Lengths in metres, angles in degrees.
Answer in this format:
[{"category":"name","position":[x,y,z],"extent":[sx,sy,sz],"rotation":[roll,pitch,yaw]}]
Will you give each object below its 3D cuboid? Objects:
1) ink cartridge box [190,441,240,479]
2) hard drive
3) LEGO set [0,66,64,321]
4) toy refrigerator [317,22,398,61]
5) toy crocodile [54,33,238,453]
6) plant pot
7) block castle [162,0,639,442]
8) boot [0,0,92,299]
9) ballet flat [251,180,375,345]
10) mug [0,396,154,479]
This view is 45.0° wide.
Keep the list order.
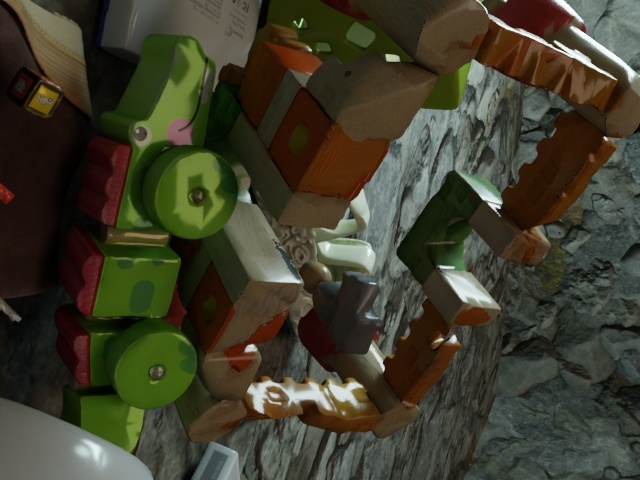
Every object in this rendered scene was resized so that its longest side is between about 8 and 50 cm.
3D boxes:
[{"category":"ink cartridge box","position":[-0.147,0.348,0.954],"extent":[0.179,0.045,0.145],"rotation":[101,13,-54]},{"category":"hard drive","position":[-0.106,-0.307,0.734],"extent":[0.210,0.040,0.318],"rotation":[12,89,-68]},{"category":"LEGO set","position":[-0.242,-0.022,0.390],"extent":[0.244,0.060,0.182],"rotation":[-18,133,-45]},{"category":"toy refrigerator","position":[0.040,-0.240,1.030],"extent":[0.094,0.102,0.269],"rotation":[54,50,-60]},{"category":"toy crocodile","position":[-0.147,0.013,0.579],"extent":[0.105,0.115,0.340],"rotation":[6,105,-37]},{"category":"plant pot","position":[0.059,-0.299,0.835],"extent":[0.207,0.228,0.227],"rotation":[75,27,-60]},{"category":"block castle","position":[0.032,-0.037,0.695],"extent":[0.303,0.213,0.453],"rotation":[9,124,-38]},{"category":"boot","position":[-0.229,-0.058,0.483],"extent":[0.248,0.090,0.206],"rotation":[-2,100,-72]},{"category":"ballet flat","position":[0.000,0.000,0.985],"extent":[0.408,0.147,0.147],"rotation":[76,33,-44]},{"category":"mug","position":[-0.258,0.230,0.377],"extent":[0.374,0.276,0.328],"rotation":[37,55,-31]}]
